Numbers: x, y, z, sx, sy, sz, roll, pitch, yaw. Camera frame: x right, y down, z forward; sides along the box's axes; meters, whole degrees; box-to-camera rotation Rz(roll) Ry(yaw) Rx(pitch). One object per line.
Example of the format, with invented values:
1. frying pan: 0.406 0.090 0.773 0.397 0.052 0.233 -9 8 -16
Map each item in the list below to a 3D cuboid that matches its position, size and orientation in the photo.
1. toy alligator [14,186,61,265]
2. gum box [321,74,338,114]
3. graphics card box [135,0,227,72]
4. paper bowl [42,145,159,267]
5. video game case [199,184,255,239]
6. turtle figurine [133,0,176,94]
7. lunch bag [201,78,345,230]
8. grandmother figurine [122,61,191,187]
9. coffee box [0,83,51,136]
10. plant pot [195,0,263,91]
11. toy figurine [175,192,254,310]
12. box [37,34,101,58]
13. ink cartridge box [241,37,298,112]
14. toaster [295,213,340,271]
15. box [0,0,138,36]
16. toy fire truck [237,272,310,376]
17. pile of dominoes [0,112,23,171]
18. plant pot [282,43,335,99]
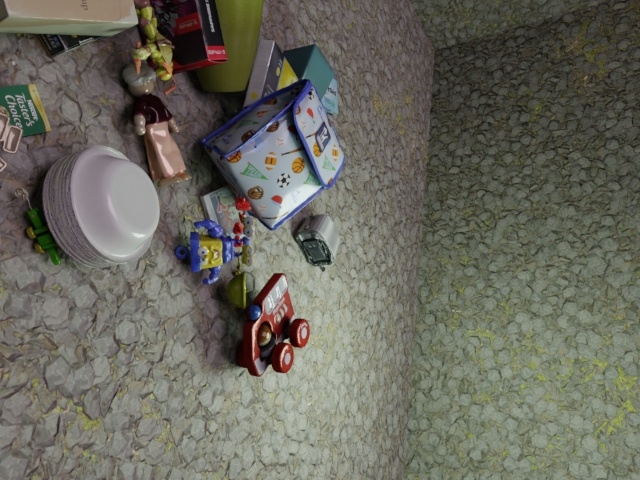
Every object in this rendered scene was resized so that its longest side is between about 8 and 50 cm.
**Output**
1. toy alligator: -0.628 -0.035 1.180 0.051 0.056 0.190 -135 -155 -70
2. gum box: 0.023 -0.680 2.363 0.157 0.041 0.185 10 76 -58
3. graphics card box: -0.406 -0.664 1.448 0.094 0.232 0.371 -30 115 -55
4. paper bowl: -0.499 -0.084 1.249 0.284 0.148 0.285 -11 90 -71
5. video game case: -0.305 -0.088 1.743 0.201 0.023 0.184 -37 117 -55
6. turtle figurine: -0.428 -0.506 1.344 0.269 0.087 0.218 -44 117 -81
7. lunch bag: -0.117 -0.279 1.670 0.385 0.239 0.328 -39 130 -14
8. grandmother figurine: -0.465 -0.324 1.457 0.208 0.103 0.343 -80 155 -78
9. coffee box: -0.686 -0.272 1.125 0.184 0.040 0.113 -34 114 -56
10. plant pot: -0.308 -0.623 1.635 0.274 0.274 0.294 -36 132 -55
11. toy figurine: -0.333 0.042 1.601 0.217 0.191 0.363 -5 119 -20
12. box: -0.623 -0.640 1.257 0.257 0.079 0.322 -53 129 -46
13. ink cartridge box: -0.175 -0.487 1.825 0.303 0.072 0.308 32 69 -77
14. toaster: 0.000 0.000 2.134 0.227 0.129 0.146 60 37 -32
15. box: -0.572 -0.534 1.137 0.311 0.121 0.148 -30 112 -52
16. toy fire truck: -0.174 0.283 1.733 0.302 0.169 0.254 -52 135 -50
17. pile of dominoes: -0.731 -0.222 1.018 0.196 0.040 0.251 -57 133 -23
18. plant pot: -0.077 -0.620 2.079 0.165 0.165 0.234 44 56 -47
